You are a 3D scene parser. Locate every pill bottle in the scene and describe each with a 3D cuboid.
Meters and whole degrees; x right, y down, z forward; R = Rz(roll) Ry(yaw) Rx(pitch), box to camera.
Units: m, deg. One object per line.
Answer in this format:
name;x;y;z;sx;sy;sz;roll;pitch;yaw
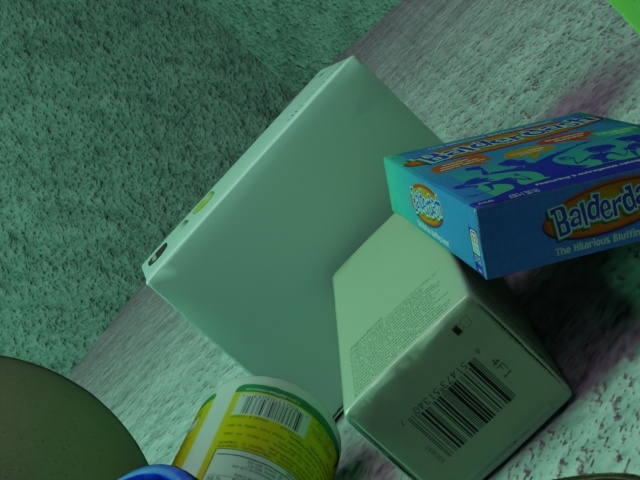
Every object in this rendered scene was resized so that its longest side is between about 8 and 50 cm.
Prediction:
pill bottle;-0.060;0.198;0.720;0.117;0.117;0.208;-42;13;29

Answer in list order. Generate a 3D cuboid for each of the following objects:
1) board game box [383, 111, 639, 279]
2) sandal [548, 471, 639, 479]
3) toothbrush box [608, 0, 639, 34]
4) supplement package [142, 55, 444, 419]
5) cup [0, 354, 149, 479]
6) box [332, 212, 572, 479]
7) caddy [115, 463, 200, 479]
board game box;0.145;-0.038;0.689;0.160;0.047;0.210;-14;14;-8
sandal;0.089;0.129;0.383;0.120;0.086;0.302;-51;-6;-29
toothbrush box;0.244;-0.218;0.575;0.206;0.283;0.122;-39;14;40
supplement package;0.000;0.000;0.946;0.262;0.204;0.145;-48;12;-5
cup;-0.256;0.241;0.712;0.331;0.331;0.237;-51;8;-15
box;0.078;0.060;0.733;0.113;0.094;0.275;-45;11;12
caddy;-0.120;0.256;0.468;0.341;0.179;0.241;-46;23;25
